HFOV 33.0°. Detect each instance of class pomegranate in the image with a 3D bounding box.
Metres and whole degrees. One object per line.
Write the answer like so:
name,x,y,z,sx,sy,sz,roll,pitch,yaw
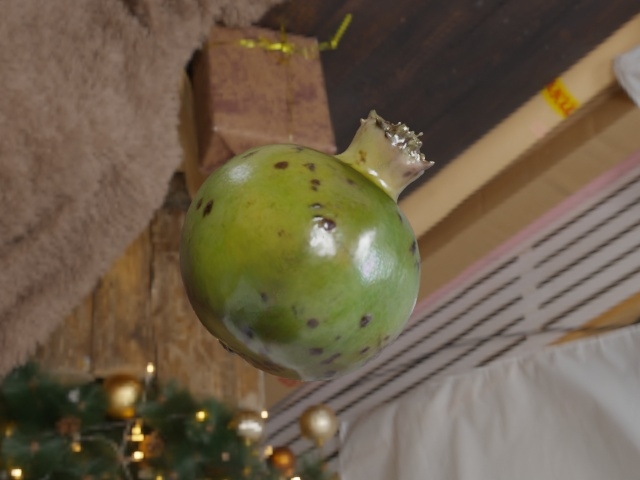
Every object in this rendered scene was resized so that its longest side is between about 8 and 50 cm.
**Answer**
pomegranate,-0.003,0.007,0.521,0.130,0.130,0.130,-4,144,-3
